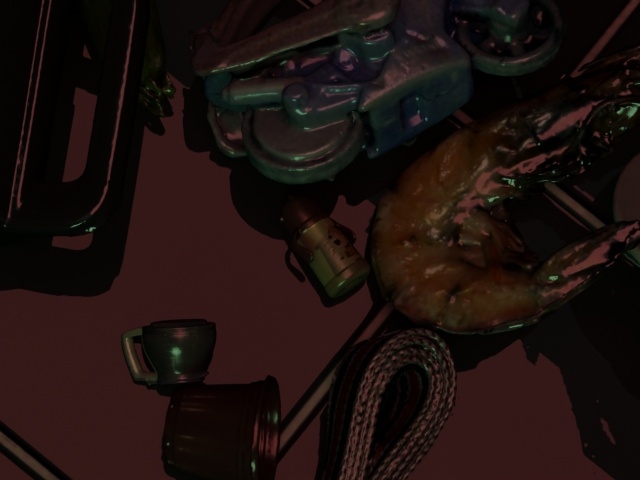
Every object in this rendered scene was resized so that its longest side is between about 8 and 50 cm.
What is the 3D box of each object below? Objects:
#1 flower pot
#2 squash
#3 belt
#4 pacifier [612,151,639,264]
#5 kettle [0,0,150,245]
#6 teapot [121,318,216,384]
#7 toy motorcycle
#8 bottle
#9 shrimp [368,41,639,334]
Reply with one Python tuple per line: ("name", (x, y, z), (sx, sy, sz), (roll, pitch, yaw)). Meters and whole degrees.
("flower pot", (-0.087, 0.169, 1.693), (0.089, 0.111, 0.111), (4, 77, 9))
("squash", (-0.190, -0.264, 1.790), (0.071, 0.080, 0.318), (-14, 76, 27))
("belt", (0.017, 0.241, 1.688), (0.126, 0.094, 0.359), (27, 78, -4))
("pacifier", (0.436, -0.039, 1.701), (0.343, 0.269, 0.288), (-1, 44, -5))
("kettle", (-0.293, -0.154, 1.695), (0.262, 0.203, 0.308), (7, 80, -12))
("teapot", (-0.134, 0.099, 1.724), (0.088, 0.066, 0.057), (-3, 90, 19))
("toy motorcycle", (0.037, -0.194, 1.740), (0.319, 0.182, 0.241), (-27, 82, -10))
("bottle", (0.000, 0.000, 1.762), (0.047, 0.063, 0.101), (-38, 80, 16))
("shrimp", (0.212, -0.041, 1.720), (0.365, 0.071, 0.233), (-27, 50, 8))
